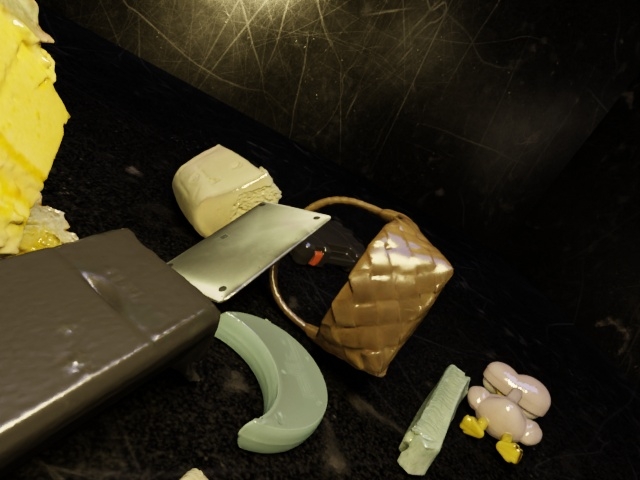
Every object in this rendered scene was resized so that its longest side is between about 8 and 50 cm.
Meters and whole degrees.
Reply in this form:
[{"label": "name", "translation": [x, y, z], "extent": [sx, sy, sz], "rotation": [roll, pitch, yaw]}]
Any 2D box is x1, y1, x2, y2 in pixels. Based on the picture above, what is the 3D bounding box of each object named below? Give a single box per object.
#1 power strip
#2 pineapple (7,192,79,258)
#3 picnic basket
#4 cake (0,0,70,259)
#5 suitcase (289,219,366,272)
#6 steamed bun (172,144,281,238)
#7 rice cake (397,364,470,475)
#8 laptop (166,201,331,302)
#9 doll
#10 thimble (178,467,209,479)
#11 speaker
[{"label": "power strip", "translation": [-0.075, 0.197, 0.704], "extent": [0.167, 0.054, 0.253], "rotation": [23, 21, -32]}, {"label": "pineapple", "translation": [-0.430, -0.022, 0.602], "extent": [0.236, 0.115, 0.186], "rotation": [32, 18, -12]}, {"label": "picnic basket", "translation": [0.057, 0.061, 0.895], "extent": [0.337, 0.293, 0.337], "rotation": [34, -1, 1]}, {"label": "cake", "translation": [-0.406, -0.146, 0.449], "extent": [0.227, 0.223, 0.286], "rotation": [-2, 60, 6]}, {"label": "suitcase", "translation": [0.000, 0.000, 1.290], "extent": [0.285, 0.066, 0.206], "rotation": [12, 27, -45]}, {"label": "steamed bun", "translation": [-0.210, -0.101, 1.049], "extent": [0.225, 0.199, 0.171], "rotation": [48, -16, 43]}, {"label": "rice cake", "translation": [0.211, 0.311, 0.850], "extent": [0.062, 0.066, 0.336], "rotation": [31, 18, 22]}, {"label": "laptop", "translation": [-0.130, 0.006, 0.823], "extent": [0.187, 0.015, 0.269], "rotation": [15, 40, 39]}, {"label": "doll", "translation": [0.410, 0.351, 1.027], "extent": [0.160, 0.095, 0.365], "rotation": [30, 14, 25]}, {"label": "thimble", "translation": [-0.112, 0.265, 0.397], "extent": [0.090, 0.102, 0.115], "rotation": [35, 26, 6]}, {"label": "speaker", "translation": [-0.271, 0.132, 0.462], "extent": [0.180, 0.184, 0.388], "rotation": [37, 30, 17]}]
